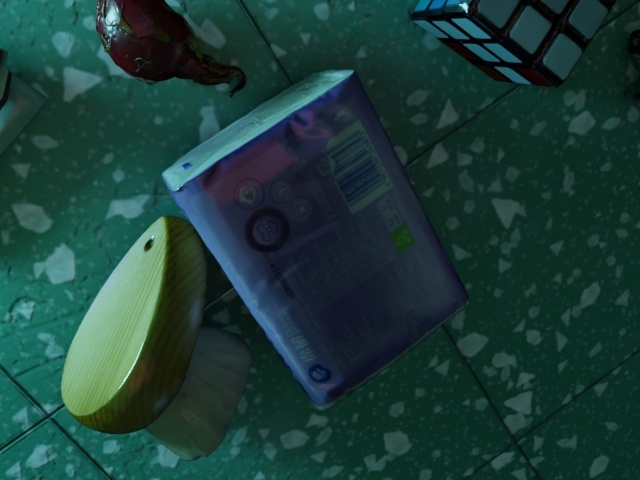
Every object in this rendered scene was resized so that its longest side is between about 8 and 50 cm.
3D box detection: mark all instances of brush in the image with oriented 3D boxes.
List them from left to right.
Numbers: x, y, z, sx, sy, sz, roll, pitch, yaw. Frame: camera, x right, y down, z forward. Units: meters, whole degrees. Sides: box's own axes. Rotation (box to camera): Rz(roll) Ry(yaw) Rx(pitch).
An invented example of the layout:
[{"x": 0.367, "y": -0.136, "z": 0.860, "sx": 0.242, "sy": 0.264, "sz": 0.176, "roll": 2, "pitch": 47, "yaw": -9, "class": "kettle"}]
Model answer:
[{"x": -0.177, "y": 0.114, "z": 0.819, "sx": 0.166, "sy": 0.174, "sz": 0.266, "roll": 31, "pitch": 72, "yaw": -39, "class": "brush"}]

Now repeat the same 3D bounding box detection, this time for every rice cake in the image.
[{"x": -0.404, "y": -0.095, "z": 0.747, "sx": 0.080, "sy": 0.042, "sz": 0.221, "roll": 38, "pitch": 94, "yaw": -23, "class": "rice cake"}]

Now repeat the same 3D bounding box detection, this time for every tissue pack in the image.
[{"x": 0.000, "y": 0.000, "z": 0.823, "sx": 0.242, "sy": 0.160, "sz": 0.338, "roll": -33, "pitch": 113, "yaw": -9, "class": "tissue pack"}]

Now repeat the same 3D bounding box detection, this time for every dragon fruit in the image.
[{"x": -0.167, "y": -0.208, "z": 0.759, "sx": 0.190, "sy": 0.094, "sz": 0.094, "roll": 31, "pitch": 96, "yaw": -33, "class": "dragon fruit"}]

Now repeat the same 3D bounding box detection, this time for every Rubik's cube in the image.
[{"x": 0.230, "y": -0.293, "z": 0.801, "sx": 0.163, "sy": 0.162, "sz": 0.160, "roll": 29, "pitch": 97, "yaw": -22, "class": "Rubik's cube"}]

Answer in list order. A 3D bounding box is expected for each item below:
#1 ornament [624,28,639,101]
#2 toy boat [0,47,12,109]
[{"x": 0.478, "y": -0.201, "z": 0.952, "sx": 0.081, "sy": 0.088, "sz": 0.203, "roll": -36, "pitch": 101, "yaw": 22, "class": "ornament"}, {"x": -0.412, "y": -0.178, "z": 0.690, "sx": 0.210, "sy": 0.066, "sz": 0.084, "roll": 19, "pitch": 89, "yaw": 6, "class": "toy boat"}]
